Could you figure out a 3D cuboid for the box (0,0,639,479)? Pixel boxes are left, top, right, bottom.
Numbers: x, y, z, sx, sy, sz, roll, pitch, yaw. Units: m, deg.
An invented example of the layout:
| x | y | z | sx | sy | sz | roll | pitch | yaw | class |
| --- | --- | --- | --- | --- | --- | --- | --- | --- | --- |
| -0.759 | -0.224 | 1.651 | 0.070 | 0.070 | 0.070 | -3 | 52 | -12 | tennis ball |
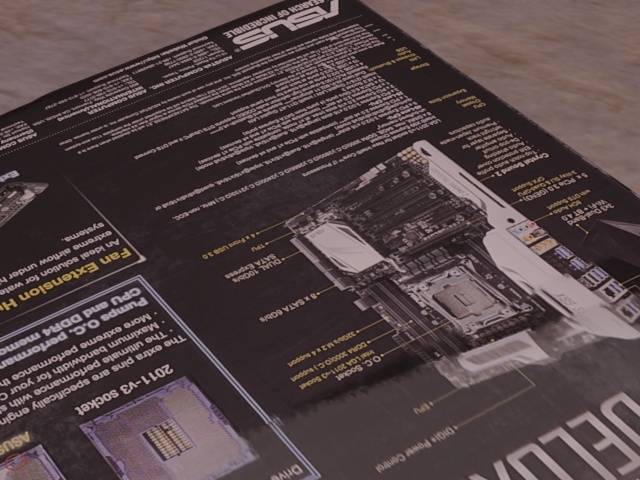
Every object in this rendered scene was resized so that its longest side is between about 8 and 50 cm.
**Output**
| x | y | z | sx | sy | sz | roll | pitch | yaw | class |
| --- | --- | --- | --- | --- | --- | --- | --- | --- | --- |
| -0.054 | 0.057 | 0.421 | 0.307 | 0.076 | 0.242 | -25 | 42 | -23 | box |
